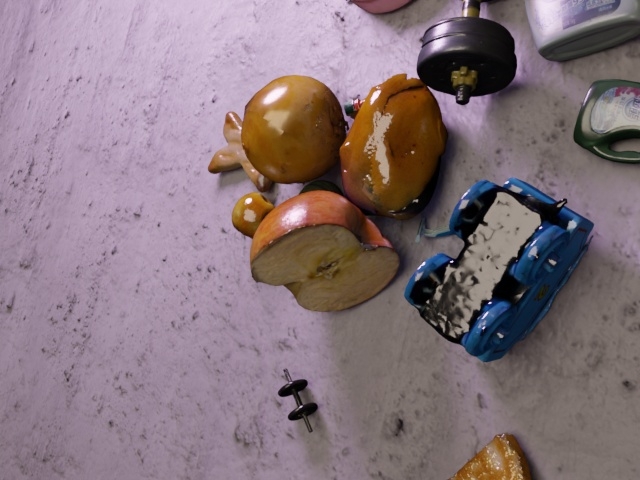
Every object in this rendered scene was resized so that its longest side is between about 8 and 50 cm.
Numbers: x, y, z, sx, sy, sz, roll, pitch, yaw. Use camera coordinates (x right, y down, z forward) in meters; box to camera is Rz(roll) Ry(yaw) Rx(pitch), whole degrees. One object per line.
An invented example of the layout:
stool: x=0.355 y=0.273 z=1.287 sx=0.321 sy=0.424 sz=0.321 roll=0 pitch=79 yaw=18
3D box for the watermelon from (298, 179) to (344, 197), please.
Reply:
watermelon: x=0.009 y=-0.078 z=1.481 sx=0.133 sy=0.105 sz=0.105 roll=-3 pitch=78 yaw=45

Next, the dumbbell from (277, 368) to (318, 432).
dumbbell: x=-0.048 y=0.338 z=1.461 sx=0.069 sy=0.069 sz=0.147 roll=-38 pitch=61 yaw=24

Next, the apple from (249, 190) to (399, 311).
apple: x=0.000 y=0.000 z=1.380 sx=0.251 sy=0.293 sz=0.163 roll=-32 pitch=47 yaw=23

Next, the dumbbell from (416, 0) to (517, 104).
dumbbell: x=0.282 y=-0.435 z=1.293 sx=0.185 sy=0.185 sz=0.388 roll=-1 pitch=73 yaw=36

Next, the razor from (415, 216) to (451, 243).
razor: x=0.276 y=-0.038 z=1.327 sx=0.191 sy=0.037 sz=0.068 roll=-18 pitch=29 yaw=28

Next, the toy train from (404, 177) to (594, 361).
toy train: x=0.303 y=0.043 z=1.147 sx=0.188 sy=0.265 sz=0.300 roll=39 pitch=108 yaw=30

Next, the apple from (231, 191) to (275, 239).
apple: x=-0.150 y=-0.056 z=1.598 sx=0.114 sy=0.099 sz=0.102 roll=36 pitch=100 yaw=38

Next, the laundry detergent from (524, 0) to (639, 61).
laundry detergent: x=0.472 y=-0.481 z=1.232 sx=0.215 sy=0.105 sz=0.280 roll=-11 pitch=72 yaw=41

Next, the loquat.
loquat: x=-0.054 y=-0.237 z=1.483 sx=0.235 sy=0.235 sz=0.235 roll=-8 pitch=76 yaw=34

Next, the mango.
mango: x=0.144 y=-0.182 z=1.366 sx=0.152 sy=0.201 sz=0.287 roll=-155 pitch=84 yaw=-79

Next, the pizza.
pizza: x=0.286 y=0.442 z=1.209 sx=0.199 sy=0.062 sz=0.188 roll=-22 pitch=56 yaw=37

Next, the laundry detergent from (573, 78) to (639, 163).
laundry detergent: x=0.541 y=-0.189 z=1.151 sx=0.211 sy=0.063 sz=0.137 roll=25 pitch=96 yaw=34

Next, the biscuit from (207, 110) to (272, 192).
biscuit: x=-0.177 y=-0.216 z=1.682 sx=0.208 sy=0.047 sz=0.164 roll=24 pitch=94 yaw=36

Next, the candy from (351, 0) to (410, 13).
candy: x=0.134 y=-0.621 z=1.511 sx=0.255 sy=0.094 sz=0.255 roll=-7 pitch=77 yaw=34

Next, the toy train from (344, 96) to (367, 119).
toy train: x=0.107 y=-0.292 z=1.481 sx=0.103 sy=0.064 sz=0.044 roll=-19 pitch=68 yaw=32
